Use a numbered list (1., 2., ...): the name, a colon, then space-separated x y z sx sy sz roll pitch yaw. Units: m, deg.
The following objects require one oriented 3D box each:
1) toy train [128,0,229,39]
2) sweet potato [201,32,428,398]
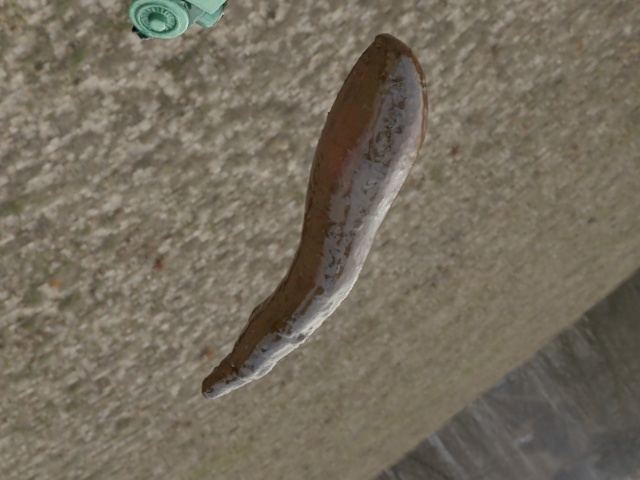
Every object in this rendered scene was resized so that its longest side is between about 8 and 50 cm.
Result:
1. toy train: -0.204 -0.345 1.022 0.300 0.120 0.202 27 139 -30
2. sweet potato: 0.000 0.000 0.474 0.050 0.050 0.214 -5 126 -56
